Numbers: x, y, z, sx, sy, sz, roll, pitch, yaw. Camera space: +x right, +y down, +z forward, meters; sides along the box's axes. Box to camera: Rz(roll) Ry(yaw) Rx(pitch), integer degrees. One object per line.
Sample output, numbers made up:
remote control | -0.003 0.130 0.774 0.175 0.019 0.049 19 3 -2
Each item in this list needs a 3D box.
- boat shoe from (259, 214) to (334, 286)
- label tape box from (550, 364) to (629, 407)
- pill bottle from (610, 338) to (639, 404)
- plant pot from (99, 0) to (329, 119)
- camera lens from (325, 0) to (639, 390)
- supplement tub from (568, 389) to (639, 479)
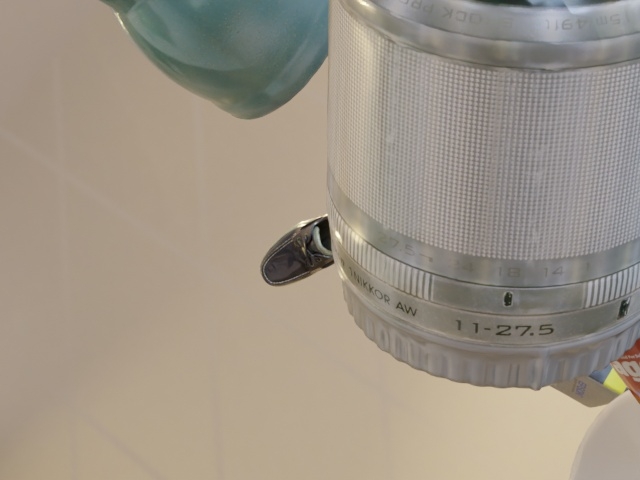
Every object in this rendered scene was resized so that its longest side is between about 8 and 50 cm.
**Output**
boat shoe | 0.000 0.000 1.756 0.152 0.056 0.049 -33 0 11
label tape box | 0.340 0.068 2.074 0.240 0.334 0.106 -54 -17 -21
pill bottle | 0.300 0.058 1.567 0.121 0.121 0.216 -34 -62 10
plant pot | -0.113 -0.291 1.704 0.196 0.293 0.293 19 -52 -32
camera lens | 0.113 -0.079 1.004 0.219 0.219 0.274 -16 -51 -21
supplement tub | 0.442 0.283 1.760 0.325 0.235 0.235 16 -50 -36
